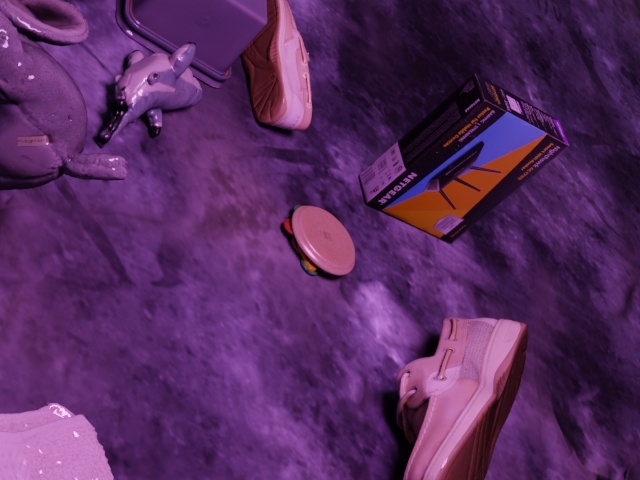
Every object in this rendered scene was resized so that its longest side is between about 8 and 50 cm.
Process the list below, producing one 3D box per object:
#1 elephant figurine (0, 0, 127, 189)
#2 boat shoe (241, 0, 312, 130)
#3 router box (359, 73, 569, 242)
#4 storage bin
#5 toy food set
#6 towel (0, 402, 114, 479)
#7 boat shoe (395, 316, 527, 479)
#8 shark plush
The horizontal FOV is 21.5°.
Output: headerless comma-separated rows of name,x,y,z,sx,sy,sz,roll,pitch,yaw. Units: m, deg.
elephant figurine,-0.268,-0.146,1.346,0.239,0.169,0.186,-103,172,-60
boat shoe,-0.041,-0.184,1.744,0.059,0.063,0.170,24,49,-40
router box,0.149,-0.083,1.759,0.133,0.179,0.046,23,39,-37
storage bin,-0.119,-0.233,1.664,0.135,0.091,0.098,31,36,-30
toy food set,0.000,0.000,1.637,0.082,0.020,0.083,7,52,-48
towel,-0.183,0.241,1.132,0.187,0.049,0.282,-1,58,-51
boat shoe,0.115,0.158,1.558,0.098,0.109,0.302,13,30,14
shark plush,-0.152,-0.129,1.553,0.161,0.073,0.067,-65,142,-61
